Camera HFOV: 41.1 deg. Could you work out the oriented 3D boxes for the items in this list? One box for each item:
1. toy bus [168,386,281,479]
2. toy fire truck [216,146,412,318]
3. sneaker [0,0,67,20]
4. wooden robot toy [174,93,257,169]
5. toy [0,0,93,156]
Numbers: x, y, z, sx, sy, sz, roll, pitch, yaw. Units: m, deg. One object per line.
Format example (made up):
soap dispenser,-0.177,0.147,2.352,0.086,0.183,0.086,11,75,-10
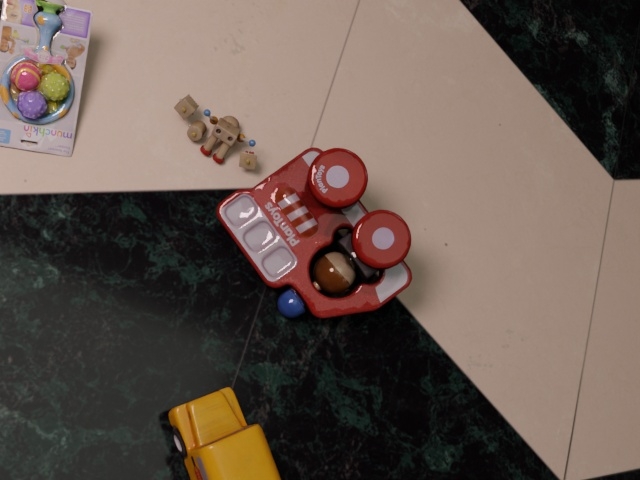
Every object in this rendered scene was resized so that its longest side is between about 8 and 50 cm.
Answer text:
toy bus,-0.119,0.392,1.293,0.108,0.130,0.333,-18,82,-27
toy fire truck,0.000,0.000,1.464,0.254,0.169,0.302,-35,90,-4
sneaker,-0.558,-0.350,1.346,0.295,0.104,0.147,9,75,-18
wooden robot toy,-0.176,-0.191,1.494,0.173,0.076,0.079,34,29,-11
toy,-0.441,-0.258,1.339,0.136,0.056,0.237,8,94,-22
